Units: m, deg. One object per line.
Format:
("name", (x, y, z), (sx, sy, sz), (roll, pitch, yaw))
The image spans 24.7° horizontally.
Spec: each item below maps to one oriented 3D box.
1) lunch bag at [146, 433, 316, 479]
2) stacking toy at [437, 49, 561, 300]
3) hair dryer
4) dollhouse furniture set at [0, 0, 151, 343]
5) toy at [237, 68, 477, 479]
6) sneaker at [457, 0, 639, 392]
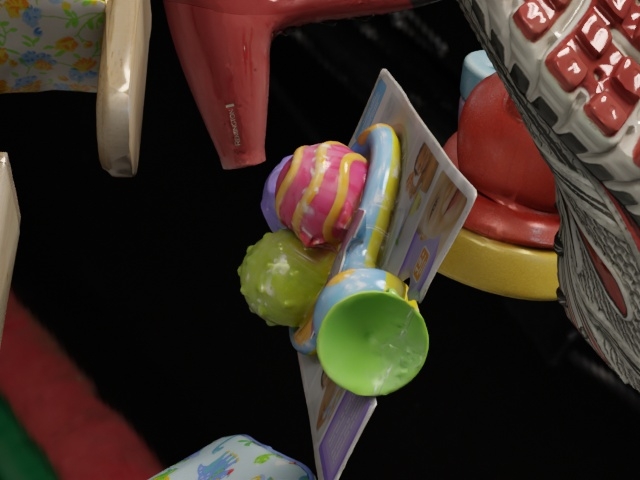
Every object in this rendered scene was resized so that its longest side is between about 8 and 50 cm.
("lunch bag", (-0.086, 0.229, 1.069), (0.090, 0.176, 0.219), (63, -18, -13))
("stacking toy", (0.212, -0.053, 0.998), (0.279, 0.309, 0.130), (16, -70, 3))
("hair dryer", (-0.018, -0.188, 1.158), (0.223, 0.080, 0.293), (31, -75, 3))
("dollhouse furniture set", (-0.272, -0.040, 0.743), (0.394, 0.362, 0.256), (93, -3, -51))
("toy", (0.000, 0.000, 0.652), (0.237, 0.056, 0.137), (-114, -133, -70))
("sneaker", (0.091, -0.014, 0.413), (0.225, 0.088, 0.092), (60, -33, 0))
